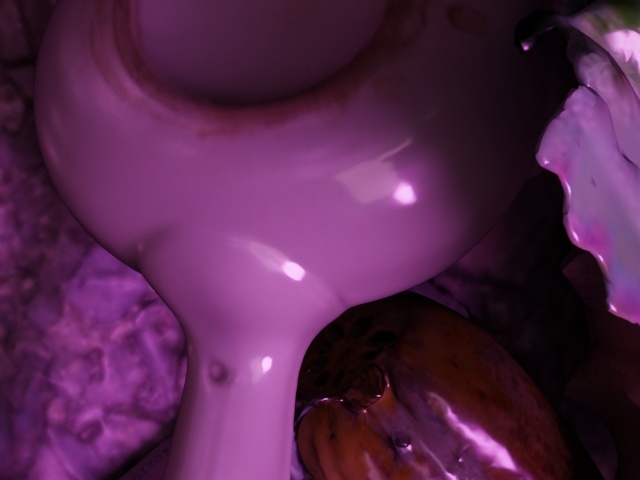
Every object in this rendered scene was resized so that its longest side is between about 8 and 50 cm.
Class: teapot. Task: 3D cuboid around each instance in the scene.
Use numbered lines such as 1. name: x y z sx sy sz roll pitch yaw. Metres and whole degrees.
1. teapot: -0.033 -0.011 0.669 0.318 0.220 0.149 -51 151 -15

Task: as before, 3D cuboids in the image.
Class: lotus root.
1. lotus root: 0.068 0.125 0.782 0.124 0.123 0.241 -33 116 5

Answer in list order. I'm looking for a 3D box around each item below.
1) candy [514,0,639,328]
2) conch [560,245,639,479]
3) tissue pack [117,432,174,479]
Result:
1. candy: 0.196 -0.053 0.626 0.263 0.172 0.398 46 44 -16
2. conch: 0.215 0.066 0.793 0.186 0.324 0.263 -42 86 29
3. tissue pack: -0.044 0.172 0.785 0.112 0.051 0.156 -40 112 -13
